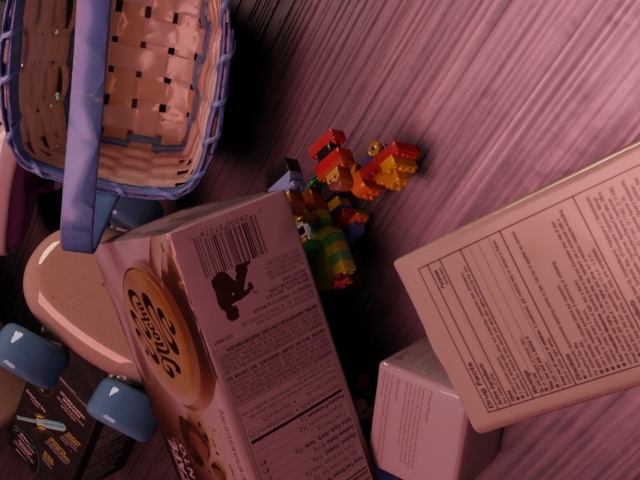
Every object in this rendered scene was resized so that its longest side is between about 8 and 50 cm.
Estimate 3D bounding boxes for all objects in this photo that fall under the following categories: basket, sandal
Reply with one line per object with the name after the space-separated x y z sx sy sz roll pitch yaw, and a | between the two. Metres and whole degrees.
-0.181 -0.144 0.683 0.200 0.289 0.255 8 105 -12 | basket
-0.298 -0.148 0.879 0.102 0.169 0.417 17 117 -13 | sandal

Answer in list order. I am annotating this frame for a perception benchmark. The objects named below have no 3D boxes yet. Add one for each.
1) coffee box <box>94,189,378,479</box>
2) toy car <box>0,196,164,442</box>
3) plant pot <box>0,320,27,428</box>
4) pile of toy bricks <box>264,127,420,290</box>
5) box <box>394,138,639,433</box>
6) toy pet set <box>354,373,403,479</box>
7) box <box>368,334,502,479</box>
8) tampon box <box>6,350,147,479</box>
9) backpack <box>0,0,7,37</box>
-0.073 0.119 0.681 0.168 0.118 0.297 -4 107 54 | coffee box
-0.210 0.087 0.863 0.210 0.219 0.238 29 163 -1 | toy car
-0.553 0.162 1.030 0.333 0.334 0.306 -36 91 35 | plant pot
0.000 0.000 0.695 0.212 0.118 0.105 -39 60 38 | pile of toy bricks
0.200 0.025 0.567 0.232 0.126 0.149 -28 85 36 | box
0.026 0.217 0.772 0.114 0.065 0.122 50 124 15 | toy pet set
0.106 0.149 0.678 0.087 0.102 0.101 18 111 33 | box
-0.303 0.220 0.978 0.120 0.101 0.161 40 120 20 | tampon box
-0.485 -0.301 0.934 0.225 0.191 0.254 41 126 19 | backpack
